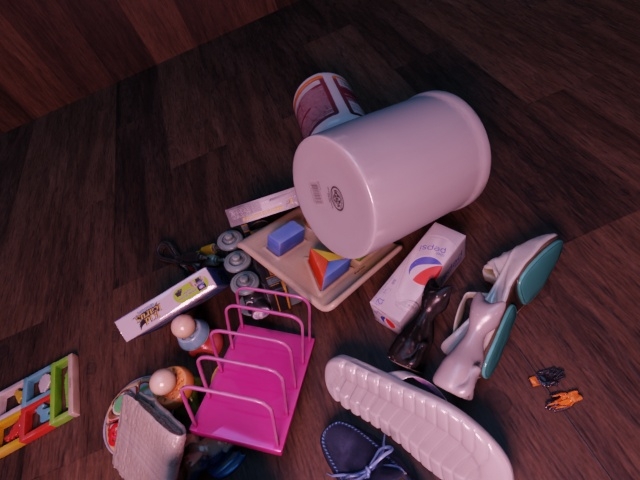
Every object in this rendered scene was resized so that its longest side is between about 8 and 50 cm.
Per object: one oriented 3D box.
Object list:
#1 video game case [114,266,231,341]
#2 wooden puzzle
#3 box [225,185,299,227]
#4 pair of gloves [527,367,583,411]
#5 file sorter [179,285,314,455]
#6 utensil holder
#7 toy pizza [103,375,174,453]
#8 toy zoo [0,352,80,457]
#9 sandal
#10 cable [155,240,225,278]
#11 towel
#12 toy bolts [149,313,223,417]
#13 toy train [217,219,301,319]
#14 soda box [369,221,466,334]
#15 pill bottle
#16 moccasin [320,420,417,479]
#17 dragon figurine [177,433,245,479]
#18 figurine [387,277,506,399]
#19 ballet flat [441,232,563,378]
[{"bbox_3d":[-0.371,0.162,1.084,0.244,0.269,0.061,-31,88,-6],"label":"video game case"},{"bbox_3d":[0.000,0.000,1.099,0.348,0.080,0.322,31,47,29],"label":"wooden puzzle"},{"bbox_3d":[-0.139,-0.112,1.207,0.231,0.056,0.183,-17,10,14],"label":"box"},{"bbox_3d":[0.481,0.305,0.835,0.074,0.010,0.083,-23,48,3],"label":"pair of gloves"},{"bbox_3d":[-0.144,0.265,0.895,0.202,0.182,0.291,8,39,10],"label":"file sorter"},{"bbox_3d":[0.173,-0.165,1.017,0.385,0.327,0.327,-27,47,-29],"label":"utensil holder"},{"bbox_3d":[-0.469,0.444,1.040,0.201,0.032,0.201,-9,52,12],"label":"toy pizza"},{"bbox_3d":[-0.817,0.470,1.140,0.293,0.030,0.192,-29,51,-3],"label":"toy zoo"},{"bbox_3d":[0.193,0.341,0.836,0.416,0.169,0.102,25,33,31],"label":"sandal"},{"bbox_3d":[-0.428,0.072,1.310,0.287,0.072,0.139,2,76,35],"label":"cable"},{"bbox_3d":[-0.374,0.452,0.880,0.282,0.049,0.187,7,89,46],"label":"towel"},{"bbox_3d":[-0.304,0.292,1.015,0.218,0.158,0.228,-15,51,8],"label":"toy bolts"},{"bbox_3d":[-0.172,0.072,1.162,0.190,0.142,0.334,-18,46,-12],"label":"toy train"},{"bbox_3d":[0.249,0.094,1.018,0.091,0.098,0.286,31,68,34],"label":"soda box"},{"bbox_3d":[0.050,-0.362,1.346,0.224,0.224,0.392,-19,50,4],"label":"pill bottle"},{"bbox_3d":[0.132,0.463,0.765,0.342,0.117,0.138,30,68,34],"label":"moccasin"},{"bbox_3d":[-0.225,0.465,0.906,0.289,0.144,0.085,-27,46,-27],"label":"dragon figurine"},{"bbox_3d":[0.266,0.192,0.849,0.215,0.092,0.209,14,76,57],"label":"figurine"},{"bbox_3d":[0.407,0.122,0.931,0.139,0.139,0.400,28,70,33],"label":"ballet flat"}]
